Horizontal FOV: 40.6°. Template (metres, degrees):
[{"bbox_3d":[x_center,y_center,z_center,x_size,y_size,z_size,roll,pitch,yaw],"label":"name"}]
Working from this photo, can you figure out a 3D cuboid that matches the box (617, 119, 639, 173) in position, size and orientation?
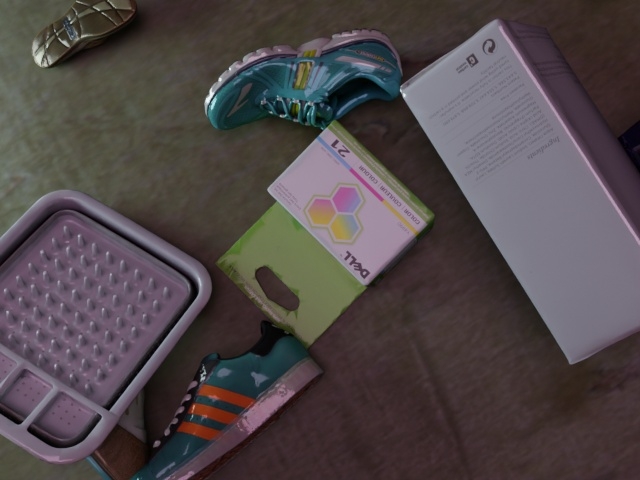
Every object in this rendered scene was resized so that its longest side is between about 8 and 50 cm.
[{"bbox_3d":[0.489,-0.052,1.072,0.103,0.184,0.261,-32,83,5],"label":"box"}]

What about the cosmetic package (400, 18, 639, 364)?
[{"bbox_3d":[0.290,-0.069,1.062,0.156,0.217,0.385,-33,81,30],"label":"cosmetic package"}]

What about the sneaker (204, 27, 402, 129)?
[{"bbox_3d":[-0.024,-0.202,1.166,0.275,0.107,0.110,-16,64,5],"label":"sneaker"}]

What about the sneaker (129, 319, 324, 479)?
[{"bbox_3d":[-0.145,0.228,1.145,0.302,0.108,0.121,-37,75,-18],"label":"sneaker"}]

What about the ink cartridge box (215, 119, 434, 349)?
[{"bbox_3d":[0.000,0.000,1.164,0.189,0.097,0.255,44,90,8],"label":"ink cartridge box"}]

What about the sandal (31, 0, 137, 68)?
[{"bbox_3d":[-0.338,-0.305,1.254,0.180,0.049,0.072,-28,77,18],"label":"sandal"}]

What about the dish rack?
[{"bbox_3d":[-0.335,0.111,1.146,0.285,0.072,0.333,30,58,9],"label":"dish rack"}]

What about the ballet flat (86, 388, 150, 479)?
[{"bbox_3d":[-0.324,0.210,1.186,0.342,0.116,0.124,40,77,12],"label":"ballet flat"}]
